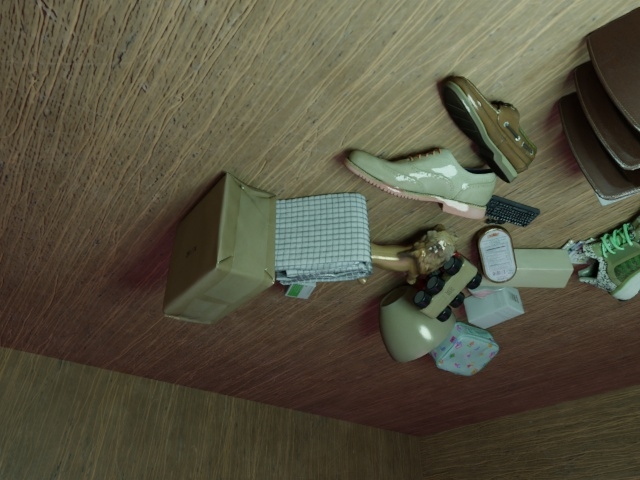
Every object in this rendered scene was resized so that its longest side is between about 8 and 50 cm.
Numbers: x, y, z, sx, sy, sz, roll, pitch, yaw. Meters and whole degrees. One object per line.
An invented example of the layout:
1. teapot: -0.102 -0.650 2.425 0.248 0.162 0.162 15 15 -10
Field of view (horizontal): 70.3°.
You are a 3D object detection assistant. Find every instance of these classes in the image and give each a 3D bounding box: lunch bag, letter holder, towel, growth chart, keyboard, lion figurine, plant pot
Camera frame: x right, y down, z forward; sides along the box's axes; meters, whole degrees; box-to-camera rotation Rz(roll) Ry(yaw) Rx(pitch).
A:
1. lunch bag: 0.635 0.475 1.998 0.279 0.108 0.224 21 112 -30
2. letter holder: 0.572 -0.255 0.855 0.214 0.302 0.152 -21 139 28
3. towel: 0.000 0.000 1.281 0.283 0.235 0.121 -6 150 10
4. growth chart: 0.894 0.040 1.505 0.237 0.021 0.172 3 143 -4
5. keyboard: 0.548 -0.075 1.347 0.180 0.023 0.108 14 142 -17
6. lion figurine: 0.212 0.051 1.413 0.391 0.142 0.240 -6 159 -4
7. plant pot: 0.322 0.279 1.672 0.284 0.284 0.191 -32 99 37

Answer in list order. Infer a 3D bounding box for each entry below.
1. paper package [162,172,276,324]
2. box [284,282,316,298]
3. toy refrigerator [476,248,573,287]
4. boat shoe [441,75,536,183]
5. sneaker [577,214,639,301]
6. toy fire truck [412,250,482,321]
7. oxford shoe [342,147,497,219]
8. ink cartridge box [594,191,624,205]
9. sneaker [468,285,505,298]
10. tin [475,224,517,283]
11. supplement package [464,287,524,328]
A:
1. paper package: -0.280 0.032 1.260 0.168 0.310 0.324 22 140 -33
2. box: -0.071 0.133 1.577 0.087 0.102 0.101 10 142 -17
3. toy refrigerator: 0.667 0.088 1.501 0.269 0.094 0.102 0 139 8
4. boat shoe: 0.385 -0.267 1.028 0.104 0.111 0.307 -43 124 9
5. sneaker: 0.907 0.030 1.379 0.181 0.158 0.411 9 135 14
6. toy fire truck: 0.404 0.127 1.508 0.158 0.246 0.217 32 106 -17
7. oxford shoe: 0.254 -0.177 1.153 0.396 0.140 0.147 15 111 -11
8. ink cartridge box: 0.668 -0.198 1.041 0.127 0.176 0.128 -26 136 32
9. sneaker: 0.619 0.179 1.678 0.134 0.051 0.070 -12 144 22
10. tin: 0.550 0.045 1.415 0.106 0.040 0.190 -15 106 9
11. supplement package: 0.654 0.248 1.724 0.105 0.105 0.179 24 138 -30
